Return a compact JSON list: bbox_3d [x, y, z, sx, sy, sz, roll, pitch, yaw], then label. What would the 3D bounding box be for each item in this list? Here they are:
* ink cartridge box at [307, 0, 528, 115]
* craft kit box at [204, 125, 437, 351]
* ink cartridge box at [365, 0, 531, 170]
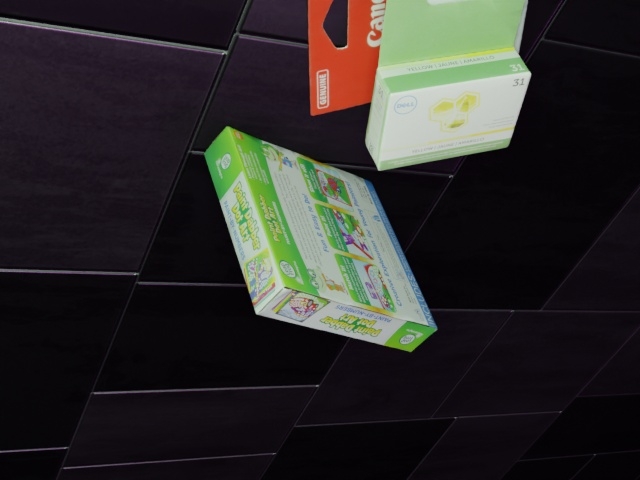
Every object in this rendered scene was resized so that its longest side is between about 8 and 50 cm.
[{"bbox_3d":[0.108,-0.245,1.096,0.239,0.060,0.275,-15,142,-12],"label":"ink cartridge box"},{"bbox_3d":[0.000,0.000,1.177,0.246,0.250,0.061,21,126,-41],"label":"craft kit box"},{"bbox_3d":[0.146,-0.188,1.093,0.171,0.056,0.235,-11,143,-14],"label":"ink cartridge box"}]
